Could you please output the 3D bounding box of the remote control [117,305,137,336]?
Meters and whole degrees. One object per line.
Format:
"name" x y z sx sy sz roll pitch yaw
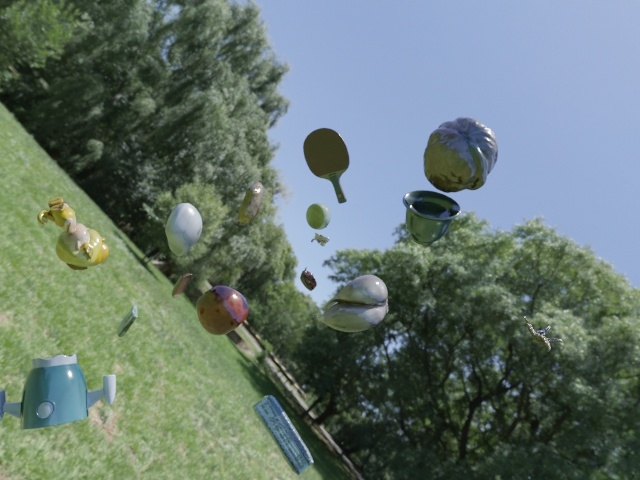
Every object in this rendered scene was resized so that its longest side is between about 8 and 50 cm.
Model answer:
"remote control" -0.829 0.348 1.907 0.029 0.166 0.065 18 39 -37

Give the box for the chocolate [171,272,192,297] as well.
"chocolate" -0.515 0.160 1.636 0.031 0.101 0.064 34 18 7

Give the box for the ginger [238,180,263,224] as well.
"ginger" -0.260 -0.148 1.691 0.068 0.190 0.095 26 -20 -26

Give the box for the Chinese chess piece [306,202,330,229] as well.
"Chinese chess piece" -0.011 -0.128 2.345 0.144 0.058 0.144 6 -81 41

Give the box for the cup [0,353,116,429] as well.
"cup" -0.711 0.398 1.194 0.167 0.299 0.173 136 -53 -70

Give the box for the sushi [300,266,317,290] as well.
"sushi" -0.054 0.178 2.036 0.052 0.055 0.120 -10 -58 47

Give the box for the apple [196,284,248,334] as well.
"apple" -0.450 0.309 2.036 0.230 0.230 0.230 42 -16 15

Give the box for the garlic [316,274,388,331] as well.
"garlic" 0.140 0.274 1.982 0.246 0.339 0.232 -98 180 -79

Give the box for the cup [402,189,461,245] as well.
"cup" 0.370 -0.064 1.545 0.199 0.199 0.150 35 -48 36

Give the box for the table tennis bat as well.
"table tennis bat" 0.035 -0.255 1.545 0.021 0.154 0.274 -65 137 -61

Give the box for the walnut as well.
"walnut" 0.458 -0.274 1.467 0.248 0.248 0.248 42 -16 15

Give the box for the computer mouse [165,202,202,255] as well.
"computer mouse" -0.565 -0.042 1.891 0.121 0.184 0.297 16 -29 -1

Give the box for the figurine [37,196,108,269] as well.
"figurine" -0.695 -0.009 1.258 0.156 0.131 0.246 48 -25 41

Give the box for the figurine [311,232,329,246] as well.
"figurine" 0.000 0.000 2.158 0.083 0.051 0.047 21 -8 18

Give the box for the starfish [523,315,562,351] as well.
"starfish" 0.689 0.293 1.408 0.133 0.041 0.130 -3 37 -47

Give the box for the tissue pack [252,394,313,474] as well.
"tissue pack" -0.160 0.795 1.846 0.316 0.103 0.228 54 -21 11
